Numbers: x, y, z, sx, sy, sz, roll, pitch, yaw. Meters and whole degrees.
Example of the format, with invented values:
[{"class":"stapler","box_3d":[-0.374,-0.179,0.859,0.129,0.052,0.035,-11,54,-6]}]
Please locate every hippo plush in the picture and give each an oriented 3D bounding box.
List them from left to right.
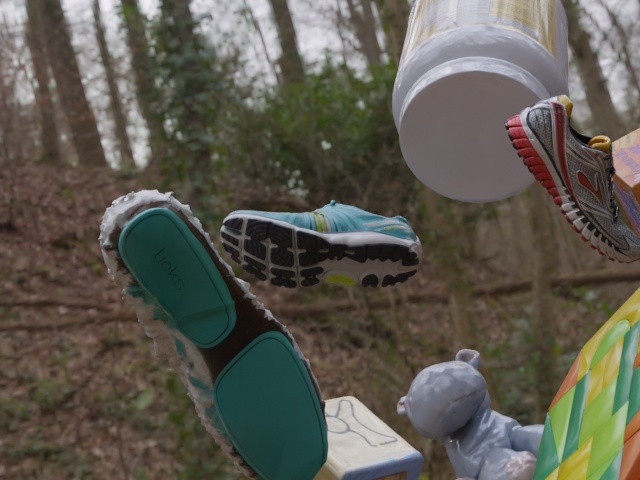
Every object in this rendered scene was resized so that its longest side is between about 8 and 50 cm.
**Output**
[{"class":"hippo plush","box_3d":[0.244,0.262,1.578,0.234,0.236,0.294,-32,-17,9]}]

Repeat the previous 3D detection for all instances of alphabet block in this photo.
[{"class":"alphabet block","box_3d":[0.025,0.400,1.875,0.192,0.193,0.197,-1,26,-40]}]

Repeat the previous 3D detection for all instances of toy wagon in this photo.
[{"class":"toy wagon","box_3d":[0.239,0.173,0.863,0.267,0.068,0.344,-59,2,41]}]

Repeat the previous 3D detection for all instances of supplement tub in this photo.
[{"class":"supplement tub","box_3d":[0.229,-0.229,1.571,0.241,0.241,0.331,-20,30,25]}]

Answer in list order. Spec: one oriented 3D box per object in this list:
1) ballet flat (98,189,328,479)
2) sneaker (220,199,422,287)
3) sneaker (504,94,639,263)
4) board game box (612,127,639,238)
[{"class":"ballet flat","box_3d":[-0.121,0.109,1.282,0.147,0.409,0.147,-25,20,10]},{"class":"sneaker","box_3d":[0.000,0.000,1.520,0.275,0.110,0.107,7,-51,-8]},{"class":"sneaker","box_3d":[0.310,-0.068,1.287,0.092,0.225,0.088,-35,12,16]},{"class":"board game box","box_3d":[0.682,-0.045,1.691,0.356,0.356,0.356,-30,8,10]}]
